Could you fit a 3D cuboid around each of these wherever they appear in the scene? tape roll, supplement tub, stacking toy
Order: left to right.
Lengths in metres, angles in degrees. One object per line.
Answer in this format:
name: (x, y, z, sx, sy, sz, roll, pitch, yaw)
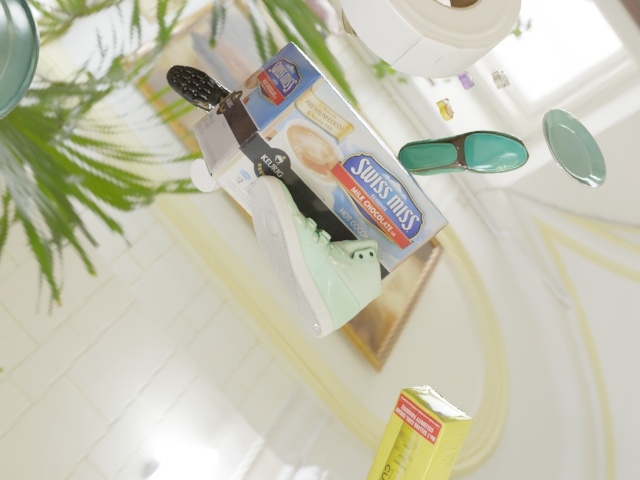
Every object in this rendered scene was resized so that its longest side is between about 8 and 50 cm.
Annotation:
supplement tub: (-0.197, -0.141, 1.867, 0.071, 0.071, 0.107, -30, 178, 42)
tape roll: (0.169, -0.396, 1.460, 0.286, 0.286, 0.100, -46, -173, -32)
stacking toy: (0.311, -0.405, 2.143, 0.167, 0.221, 0.052, -25, 178, 33)

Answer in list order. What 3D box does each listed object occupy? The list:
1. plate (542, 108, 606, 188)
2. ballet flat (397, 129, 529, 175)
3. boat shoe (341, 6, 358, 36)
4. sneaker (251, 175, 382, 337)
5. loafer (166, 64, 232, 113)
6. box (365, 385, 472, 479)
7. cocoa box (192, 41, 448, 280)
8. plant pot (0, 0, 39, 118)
plate: (0.511, -0.183, 1.922, 0.024, 0.188, 0.188, -36, -170, 42)
ballet flat: (0.271, -0.167, 1.800, 0.248, 0.083, 0.087, -2, -172, 11)
boat shoe: (0.138, -0.499, 1.609, 0.123, 0.123, 0.341, -19, 133, -62)
sneaker: (0.000, 0.000, 1.422, 0.151, 0.255, 0.094, -30, -168, -28)
loafer: (-0.228, -0.298, 2.014, 0.076, 0.223, 0.078, -61, 180, -12)
box: (0.110, 0.307, 1.212, 0.087, 0.058, 0.232, 36, -67, 41)
cocoa box: (-0.001, -0.109, 1.551, 0.228, 0.347, 0.231, -41, -152, 6)
plant pot: (-0.744, -0.388, 1.729, 0.341, 0.341, 0.334, -38, 175, 5)
